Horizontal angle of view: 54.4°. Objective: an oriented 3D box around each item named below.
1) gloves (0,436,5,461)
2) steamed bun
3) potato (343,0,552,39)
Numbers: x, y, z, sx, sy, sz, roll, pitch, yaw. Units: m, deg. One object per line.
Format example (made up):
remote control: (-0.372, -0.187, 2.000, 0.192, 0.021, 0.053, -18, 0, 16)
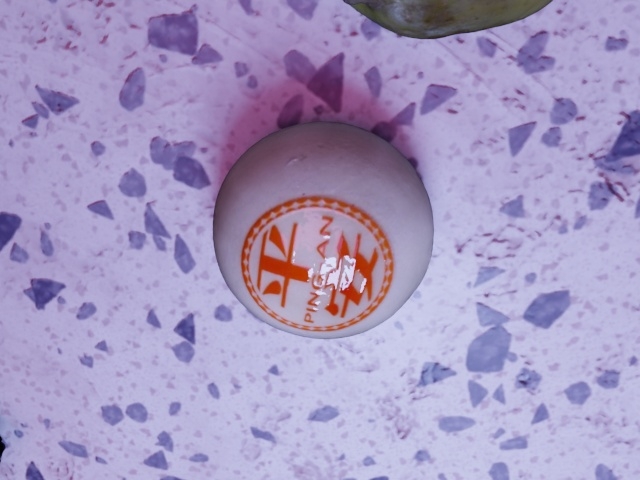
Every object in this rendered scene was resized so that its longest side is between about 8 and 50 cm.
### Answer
gloves: (-0.549, 0.355, 0.773, 0.203, 0.155, 0.356, 42, 83, 2)
steamed bun: (0.000, 0.000, 0.627, 0.232, 0.145, 0.231, 1, 109, 4)
potato: (0.126, -0.312, 0.467, 0.243, 0.221, 0.326, 19, 98, -11)
